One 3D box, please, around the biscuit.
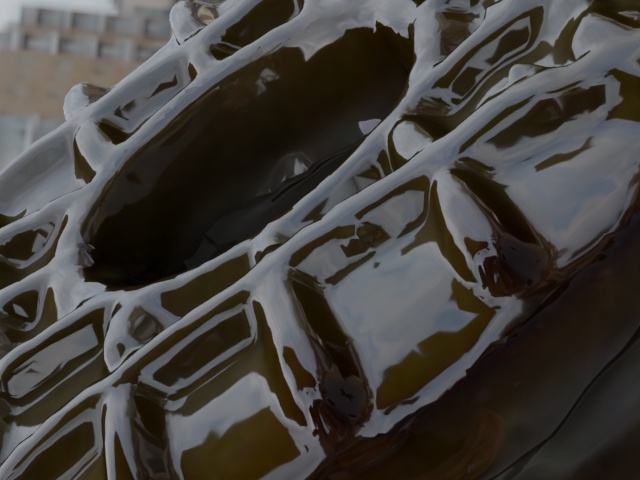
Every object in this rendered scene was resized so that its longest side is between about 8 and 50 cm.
[{"bbox_3d":[0.000,0.000,0.542,0.103,0.332,0.332,50,-160,-25],"label":"biscuit"}]
